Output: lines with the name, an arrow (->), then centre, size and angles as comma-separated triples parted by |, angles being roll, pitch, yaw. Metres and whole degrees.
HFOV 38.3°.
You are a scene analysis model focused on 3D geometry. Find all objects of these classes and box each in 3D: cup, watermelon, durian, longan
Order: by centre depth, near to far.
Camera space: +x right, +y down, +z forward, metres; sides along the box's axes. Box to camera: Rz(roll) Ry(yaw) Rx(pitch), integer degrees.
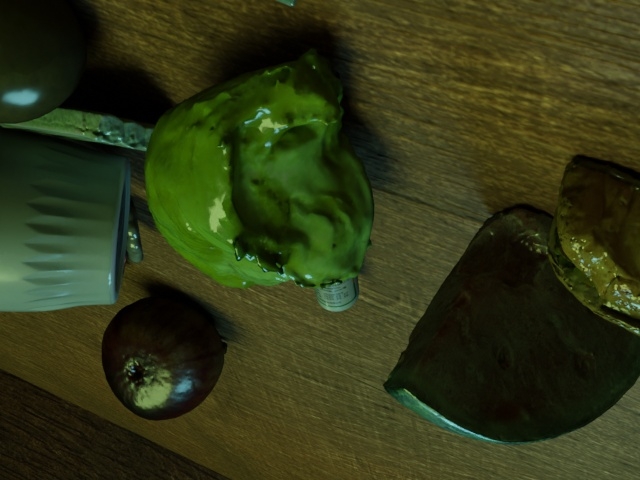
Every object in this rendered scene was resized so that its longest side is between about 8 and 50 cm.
watermelon -> 0.187, 0.088, 0.955 | 0.148, 0.318, 0.226 | -24, 82, 65
durian -> -0.077, -0.049, 0.981 | 0.340, 0.204, 0.255 | -2, 126, 53
longan -> -0.358, -0.212, 1.024 | 0.189, 0.189, 0.189 | 24, 155, 12
cup -> -0.447, -0.027, 1.211 | 0.372, 0.253, 0.253 | 6, 156, -7

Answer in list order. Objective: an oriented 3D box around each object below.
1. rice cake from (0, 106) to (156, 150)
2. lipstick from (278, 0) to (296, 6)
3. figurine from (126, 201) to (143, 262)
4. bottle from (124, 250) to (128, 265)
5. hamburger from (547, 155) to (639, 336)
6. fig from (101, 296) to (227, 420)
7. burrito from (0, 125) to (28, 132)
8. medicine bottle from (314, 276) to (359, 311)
rice cake -> -0.277, -0.138, 1.144 | 0.198, 0.037, 0.189 | 12, -176, 41
lipstick -> -0.016, -0.292, 0.625 | 0.068, 0.066, 0.317 | 28, 155, 4
figurine -> -0.472, 0.005, 1.415 | 0.387, 0.166, 0.207 | -6, 157, -11
bottle -> -0.370, 0.027, 1.629 | 0.060, 0.060, 0.164 | 31, 155, -4
hamburger -> 0.319, 0.041, 0.826 | 0.262, 0.131, 0.124 | 26, 156, 19
fig -> -0.295, 0.219, 1.734 | 0.235, 0.235, 0.214 | 35, -168, -11
burrito -> -0.512, -0.157, 1.383 | 0.175, 0.107, 0.347 | 18, 158, -7
medicine bottle -> 0.000, 0.000, 1.181 | 0.092, 0.061, 0.220 | 41, 159, 31
